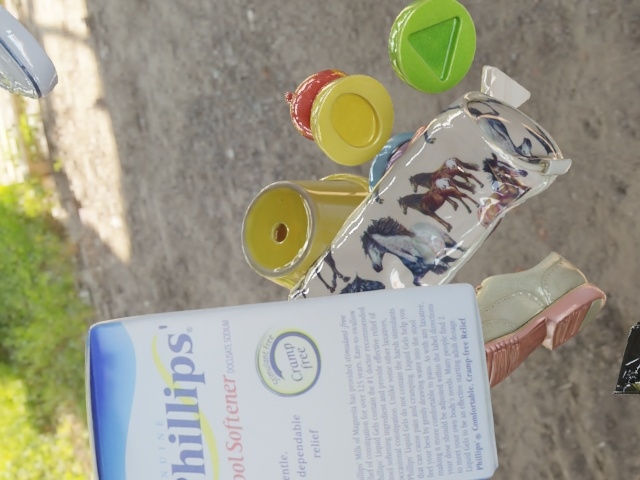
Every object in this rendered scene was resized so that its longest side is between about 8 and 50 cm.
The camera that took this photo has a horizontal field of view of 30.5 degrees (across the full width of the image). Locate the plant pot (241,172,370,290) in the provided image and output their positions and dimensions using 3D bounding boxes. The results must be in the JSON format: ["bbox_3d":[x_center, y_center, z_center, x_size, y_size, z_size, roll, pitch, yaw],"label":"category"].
[{"bbox_3d":[0.000,0.000,2.008,0.254,0.239,0.254,-8,77,38],"label":"plant pot"}]

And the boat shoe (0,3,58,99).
[{"bbox_3d":[-0.498,-0.250,1.454,0.367,0.156,0.136,34,156,18],"label":"boat shoe"}]

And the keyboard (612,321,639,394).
[{"bbox_3d":[0.537,0.197,1.600,0.317,0.033,0.202,-9,55,52],"label":"keyboard"}]

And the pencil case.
[{"bbox_3d":[0.138,-0.008,1.534,0.183,0.160,0.410,49,117,18],"label":"pencil case"}]

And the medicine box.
[{"bbox_3d":[-0.042,0.128,0.951,0.263,0.289,0.149,151,113,-77],"label":"medicine box"}]

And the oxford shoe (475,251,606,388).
[{"bbox_3d":[0.293,0.152,2.019,0.146,0.397,0.140,53,157,30],"label":"oxford shoe"}]

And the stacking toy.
[{"bbox_3d":[0.121,-0.184,1.653,0.309,0.279,0.130,41,171,-34],"label":"stacking toy"}]
